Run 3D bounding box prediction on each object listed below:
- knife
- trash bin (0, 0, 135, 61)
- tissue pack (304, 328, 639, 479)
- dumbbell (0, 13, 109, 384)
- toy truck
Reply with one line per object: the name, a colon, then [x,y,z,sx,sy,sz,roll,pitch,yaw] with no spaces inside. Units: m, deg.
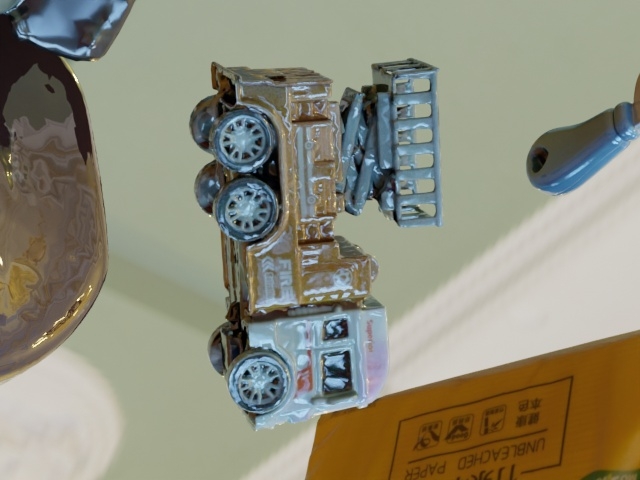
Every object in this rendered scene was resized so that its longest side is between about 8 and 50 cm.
knife: [0.236,-0.105,1.414,0.244,0.032,0.058,-37,-141,40]
trash bin: [-0.112,-0.220,0.516,0.262,0.277,0.217,-54,-156,20]
tissue pack: [0.208,0.240,1.568,0.382,0.293,0.228,-19,-135,38]
dumbbell: [-0.173,0.011,0.661,0.225,0.124,0.140,-33,-116,50]
toy truck: [0.000,0.000,0.982,0.080,0.115,0.177,-139,-134,-74]
